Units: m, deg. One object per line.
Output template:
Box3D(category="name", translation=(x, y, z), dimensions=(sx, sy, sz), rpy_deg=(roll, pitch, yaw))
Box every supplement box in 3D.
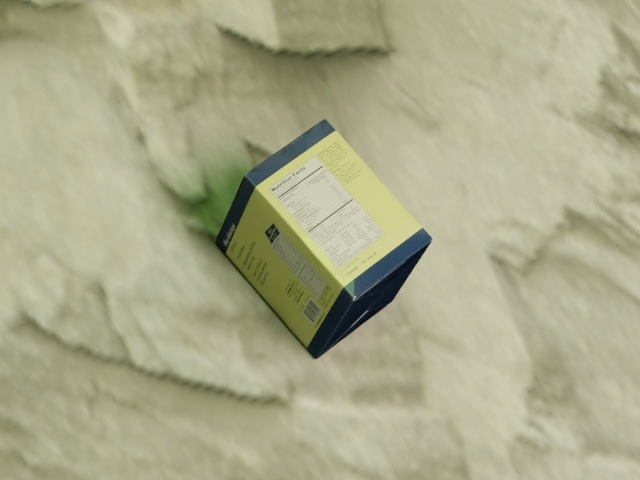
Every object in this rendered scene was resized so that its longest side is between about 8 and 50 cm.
Box3D(category="supplement box", translation=(0.000, 0.000, 1.004), dimensions=(0.056, 0.083, 0.083), rpy_deg=(-36, 79, -26))
